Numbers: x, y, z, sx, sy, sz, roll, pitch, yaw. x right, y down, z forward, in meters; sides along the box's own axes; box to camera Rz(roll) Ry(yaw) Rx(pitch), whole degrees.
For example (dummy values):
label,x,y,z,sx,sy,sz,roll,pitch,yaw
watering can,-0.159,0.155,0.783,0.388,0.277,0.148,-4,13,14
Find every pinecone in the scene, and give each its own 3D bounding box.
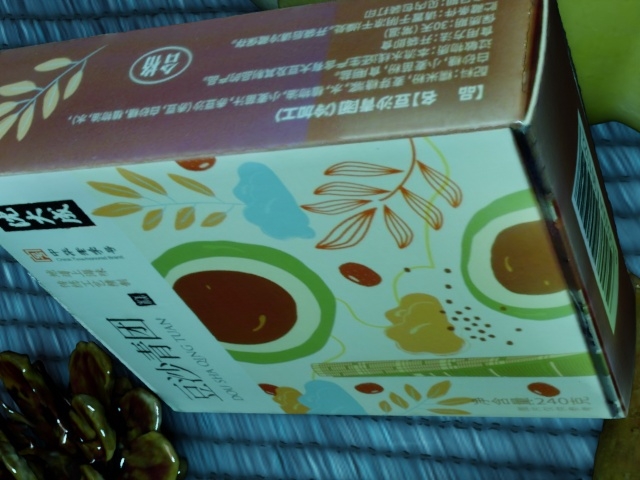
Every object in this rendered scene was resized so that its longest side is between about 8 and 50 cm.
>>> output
label,x,y,z,sx,sy,sz,roll,pitch,yaw
pinecone,-0.250,0.212,0.853,0.244,0.309,0.244,14,110,43

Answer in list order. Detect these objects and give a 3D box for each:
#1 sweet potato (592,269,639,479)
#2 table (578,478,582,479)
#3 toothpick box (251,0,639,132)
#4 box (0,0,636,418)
label,x,y,z,sx,sy,sz,roll,pitch,yaw
sweet potato,0.261,0.185,0.788,0.112,0.112,0.359,1,69,16
table,0.126,0.283,0.767,0.169,0.193,0.172,-14,78,13
toothpick box,0.146,-0.288,0.739,0.425,0.409,0.408,27,89,14
box,0.000,0.000,0.734,0.385,0.344,0.122,-3,55,23
